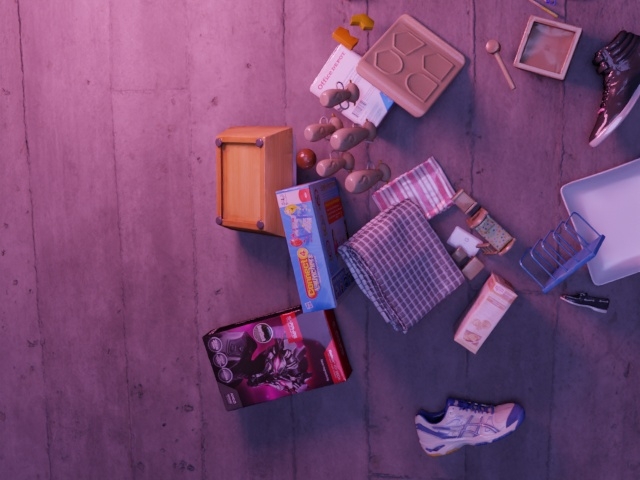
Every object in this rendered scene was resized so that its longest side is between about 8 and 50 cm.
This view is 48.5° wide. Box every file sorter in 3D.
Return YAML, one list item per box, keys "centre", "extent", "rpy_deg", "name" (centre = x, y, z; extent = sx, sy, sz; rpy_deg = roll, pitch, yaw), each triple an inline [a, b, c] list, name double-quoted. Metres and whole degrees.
- centre: [0.602, 0.027, 1.780]
  extent: [0.104, 0.118, 0.170]
  rpy_deg: [46, 130, 5]
  name: "file sorter"

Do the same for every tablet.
- centre: [0.387, 0.005, 1.903]
  extent: [0.083, 0.006, 0.054]
  rpy_deg: [32, 102, 4]
  name: "tablet"

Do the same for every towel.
- centre: [0.254, -0.114, 1.899]
  extent: [0.197, 0.029, 0.144]
  rpy_deg: [-32, 92, 13]
  name: "towel"
- centre: [0.212, 0.066, 1.808]
  extent: [0.235, 0.121, 0.283]
  rpy_deg: [-39, 99, -28]
  name: "towel"

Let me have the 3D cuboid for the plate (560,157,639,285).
- centre: [0.784, -0.057, 1.803]
  extent: [0.277, 0.045, 0.278]
  rpy_deg: [-20, 94, 13]
  name: "plate"

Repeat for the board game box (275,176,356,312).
- centre: [0.000, 0.000, 1.819]
  extent: [0.086, 0.308, 0.302]
  rpy_deg: [-12, 95, 15]
  name: "board game box"

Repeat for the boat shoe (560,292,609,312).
- centre: [0.689, 0.154, 1.850]
  extent: [0.125, 0.046, 0.038]
  rpy_deg: [16, 100, 5]
  name: "boat shoe"

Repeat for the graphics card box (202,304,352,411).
- centre: [-0.122, 0.320, 1.996]
  extent: [0.371, 0.094, 0.233]
  rpy_deg: [-16, 95, 13]
  name: "graphics card box"

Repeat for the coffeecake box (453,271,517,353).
- centre: [0.426, 0.185, 1.852]
  extent: [0.068, 0.142, 0.185]
  rpy_deg: [33, 103, 4]
  name: "coffeecake box"

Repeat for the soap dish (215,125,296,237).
- centre: [-0.176, -0.156, 1.884]
  extent: [0.229, 0.118, 0.291]
  rpy_deg: [8, 103, 40]
  name: "soap dish"

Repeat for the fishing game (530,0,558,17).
- centre: [0.611, -0.692, 1.749]
  extent: [0.189, 0.041, 0.264]
  rpy_deg: [30, 110, 5]
  name: "fishing game"

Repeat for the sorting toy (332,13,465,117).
- centre: [0.192, -0.472, 1.813]
  extent: [0.307, 0.041, 0.229]
  rpy_deg: [38, 68, 3]
  name: "sorting toy"

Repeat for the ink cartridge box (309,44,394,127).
- centre: [0.098, -0.394, 1.857]
  extent: [0.203, 0.086, 0.148]
  rpy_deg: [37, 103, 3]
  name: "ink cartridge box"

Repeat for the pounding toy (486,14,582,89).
- centre: [0.519, -0.462, 1.775]
  extent: [0.206, 0.094, 0.181]
  rpy_deg: [21, 106, 16]
  name: "pounding toy"

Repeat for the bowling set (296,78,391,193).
- centre: [0.041, -0.252, 1.814]
  extent: [0.200, 0.154, 0.287]
  rpy_deg: [-4, 105, 46]
  name: "bowling set"

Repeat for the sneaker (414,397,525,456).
- centre: [0.397, 0.480, 1.916]
  extent: [0.296, 0.112, 0.131]
  rpy_deg: [-22, 93, 12]
  name: "sneaker"

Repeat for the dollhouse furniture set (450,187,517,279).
- centre: [0.380, -0.011, 1.840]
  extent: [0.182, 0.101, 0.161]
  rpy_deg: [42, 101, -5]
  name: "dollhouse furniture set"

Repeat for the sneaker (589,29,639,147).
- centre: [0.709, -0.379, 1.746]
  extent: [0.147, 0.104, 0.296]
  rpy_deg: [33, 96, 6]
  name: "sneaker"
